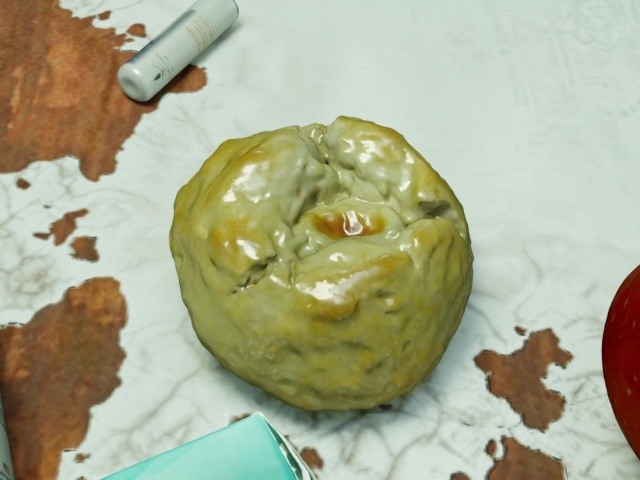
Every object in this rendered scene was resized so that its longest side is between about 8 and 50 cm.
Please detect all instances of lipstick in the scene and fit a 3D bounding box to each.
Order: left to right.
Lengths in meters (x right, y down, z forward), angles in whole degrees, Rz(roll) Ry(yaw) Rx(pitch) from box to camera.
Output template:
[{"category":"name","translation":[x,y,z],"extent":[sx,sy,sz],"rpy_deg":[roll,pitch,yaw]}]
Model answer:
[{"category":"lipstick","translation":[-0.132,-0.182,0.995],"extent":[0.040,0.040,0.141],"rpy_deg":[27,56,20]}]

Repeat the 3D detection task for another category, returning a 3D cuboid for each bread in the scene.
[{"category":"bread","translation":[0.000,0.000,0.787],"extent":[0.244,0.134,0.244],"rpy_deg":[3,51,-3]}]

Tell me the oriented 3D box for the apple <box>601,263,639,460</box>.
[{"category":"apple","translation":[0.315,0.069,0.660],"extent":[0.260,0.260,0.216],"rpy_deg":[-30,81,-24]}]

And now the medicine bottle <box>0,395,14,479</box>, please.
[{"category":"medicine bottle","translation":[-0.291,0.088,0.691],"extent":[0.157,0.157,0.288],"rpy_deg":[-14,52,-13]}]

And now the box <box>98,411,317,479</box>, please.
[{"category":"box","translation":[-0.138,0.231,0.546],"extent":[0.311,0.205,0.118],"rpy_deg":[-20,56,-15]}]
